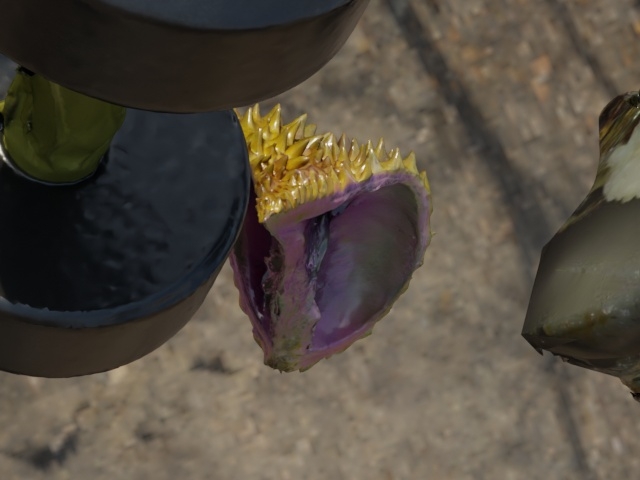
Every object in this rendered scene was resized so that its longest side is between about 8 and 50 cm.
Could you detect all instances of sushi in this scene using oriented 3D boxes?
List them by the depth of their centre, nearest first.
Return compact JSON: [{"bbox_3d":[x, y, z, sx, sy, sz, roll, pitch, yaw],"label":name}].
[{"bbox_3d":[0.221,-0.034,1.035,0.109,0.134,0.273,45,49,-30],"label":"sushi"}]

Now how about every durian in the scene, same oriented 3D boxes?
[{"bbox_3d":[0.003,-0.012,1.406,0.186,0.260,0.154,-4,58,-18],"label":"durian"}]

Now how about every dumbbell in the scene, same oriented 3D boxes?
[{"bbox_3d":[-0.102,-0.091,0.846,0.203,0.322,0.204,10,58,-16],"label":"dumbbell"}]
